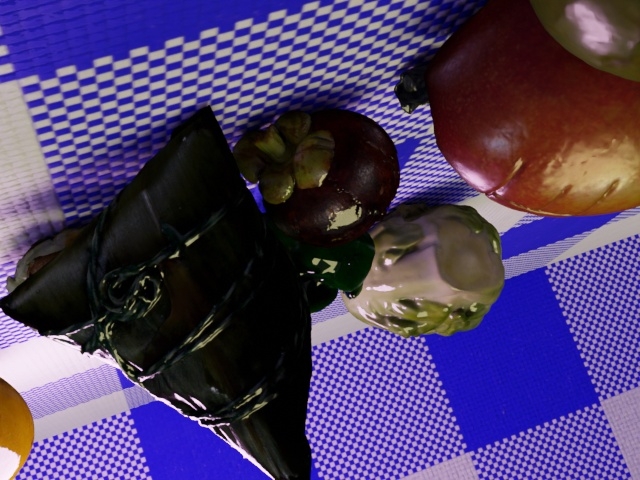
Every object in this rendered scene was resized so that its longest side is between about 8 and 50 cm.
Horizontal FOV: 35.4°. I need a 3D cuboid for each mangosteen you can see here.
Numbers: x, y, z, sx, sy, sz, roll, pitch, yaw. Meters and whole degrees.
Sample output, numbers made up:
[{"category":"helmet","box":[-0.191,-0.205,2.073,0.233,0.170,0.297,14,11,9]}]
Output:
[{"category":"mangosteen","box":[-0.003,-0.077,1.131,0.180,0.166,0.166,23,141,-37]}]

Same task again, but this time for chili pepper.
[{"category":"chili pepper","box":[-0.008,0.025,1.526,0.174,0.165,0.261,-43,159,14]}]

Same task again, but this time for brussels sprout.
[{"category":"brussels sprout","box":[0.194,0.062,1.847,0.328,0.247,0.328,-20,172,-3]}]

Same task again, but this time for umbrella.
[{"category":"umbrella","box":[0.190,-0.184,1.162,0.224,0.071,0.080,-19,-163,-32]}]

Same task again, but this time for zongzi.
[{"category":"zongzi","box":[-0.121,0.060,1.183,0.319,0.383,0.362,-35,-162,14]}]

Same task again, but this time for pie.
[{"category":"pie","box":[-0.271,0.044,1.308,0.274,0.105,0.257,-18,168,-24]}]

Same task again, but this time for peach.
[{"category":"peach","box":[0.244,-0.159,1.010,0.274,0.249,0.245,0,128,-19]}]

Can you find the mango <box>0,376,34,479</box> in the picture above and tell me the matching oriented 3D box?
[{"category":"mango","box":[-0.638,0.311,1.609,0.300,0.232,0.446,-17,159,5]}]

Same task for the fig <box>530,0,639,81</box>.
[{"category":"fig","box":[0.252,-0.225,0.705,0.239,0.239,0.271,-20,-174,-4]}]
